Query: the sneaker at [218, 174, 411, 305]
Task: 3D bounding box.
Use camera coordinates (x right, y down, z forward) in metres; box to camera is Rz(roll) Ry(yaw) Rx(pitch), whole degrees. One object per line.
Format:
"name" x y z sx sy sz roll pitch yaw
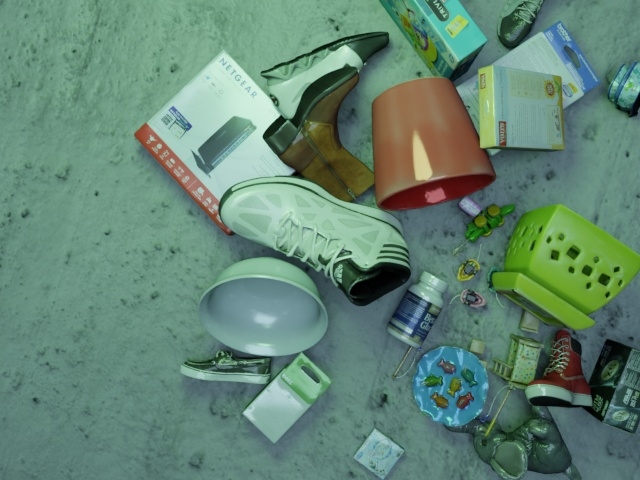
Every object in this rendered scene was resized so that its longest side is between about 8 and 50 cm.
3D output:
"sneaker" 0.001 -0.001 1.401 0.448 0.257 0.169 12 116 -14

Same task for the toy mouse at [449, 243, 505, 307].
"toy mouse" 0.389 0.113 1.555 0.143 0.031 0.161 40 92 2

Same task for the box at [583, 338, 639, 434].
"box" 0.689 0.332 1.483 0.078 0.147 0.180 21 92 2

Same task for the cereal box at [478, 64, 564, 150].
"cereal box" 0.445 -0.286 1.419 0.240 0.047 0.172 -2 91 -34

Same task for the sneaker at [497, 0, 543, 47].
"sneaker" 0.493 -0.569 1.497 0.086 0.132 0.228 28 91 3

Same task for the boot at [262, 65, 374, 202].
"boot" 0.050 -0.221 1.473 0.264 0.096 0.280 -46 120 1

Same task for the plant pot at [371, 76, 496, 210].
"plant pot" 0.236 -0.219 1.463 0.275 0.275 0.243 -13 80 3

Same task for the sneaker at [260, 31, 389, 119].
"sneaker" 0.029 -0.391 1.527 0.331 0.122 0.146 -27 110 -14

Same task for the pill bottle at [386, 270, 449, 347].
"pill bottle" 0.235 0.162 1.532 0.094 0.094 0.169 29 92 2

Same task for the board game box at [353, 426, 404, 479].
"board game box" 0.143 0.520 1.575 0.090 0.020 0.090 36 92 2

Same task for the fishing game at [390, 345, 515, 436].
"fishing game" 0.301 0.343 1.516 0.264 0.041 0.189 33 94 24

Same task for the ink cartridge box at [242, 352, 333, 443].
"ink cartridge box" -0.078 0.376 1.565 0.109 0.062 0.209 43 92 2

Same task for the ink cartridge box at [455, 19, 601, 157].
"ink cartridge box" 0.481 -0.358 1.534 0.311 0.065 0.185 -34 89 5

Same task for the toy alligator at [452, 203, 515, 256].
"toy alligator" 0.380 -0.036 1.548 0.190 0.056 0.051 -39 46 4

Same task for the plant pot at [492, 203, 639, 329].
"plant pot" 0.529 0.070 1.440 0.228 0.227 0.207 34 87 0

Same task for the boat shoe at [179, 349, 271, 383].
"boat shoe" -0.230 0.302 1.570 0.220 0.078 0.070 5 91 -5

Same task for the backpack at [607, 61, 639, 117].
"backpack" 0.720 -0.359 1.495 0.084 0.114 0.104 29 93 22

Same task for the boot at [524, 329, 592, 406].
"boot" 0.529 0.284 1.457 0.089 0.244 0.176 -18 66 40

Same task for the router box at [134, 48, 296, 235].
"router box" -0.224 -0.233 1.560 0.301 0.082 0.335 -44 88 2

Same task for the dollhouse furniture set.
"dollhouse furniture set" 0.433 0.240 1.518 0.161 0.101 0.181 12 91 3

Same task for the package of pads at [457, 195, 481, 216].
"package of pads" 0.353 -0.080 1.531 0.050 0.083 0.032 42 97 5

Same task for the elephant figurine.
"elephant figurine" 0.443 0.488 1.509 0.240 0.186 0.169 -26 123 13

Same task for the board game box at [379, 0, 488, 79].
"board game box" 0.224 -0.525 1.451 0.079 0.254 0.336 -36 88 3

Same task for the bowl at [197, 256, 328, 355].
"bowl" -0.126 0.133 1.502 0.298 0.134 0.297 3 135 3
